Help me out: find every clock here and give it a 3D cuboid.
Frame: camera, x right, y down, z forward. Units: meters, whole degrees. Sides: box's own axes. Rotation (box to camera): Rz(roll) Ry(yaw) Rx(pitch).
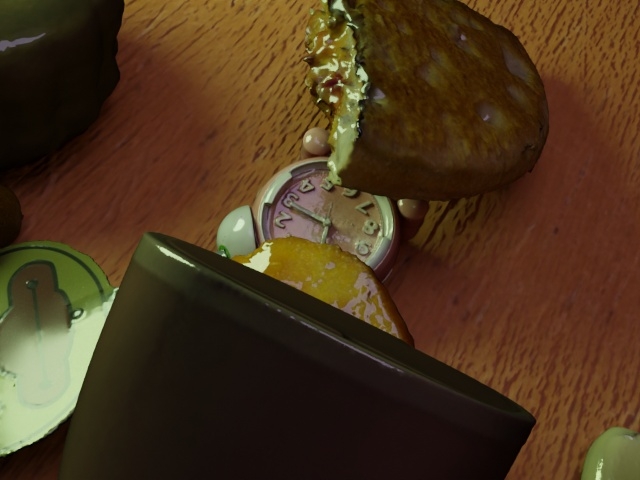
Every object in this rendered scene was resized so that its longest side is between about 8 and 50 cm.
[{"bbox_3d":[0.000,0.000,1.194,0.166,0.092,0.162,35,67,8],"label":"clock"}]

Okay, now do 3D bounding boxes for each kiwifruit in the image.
[{"bbox_3d":[-0.336,-0.019,1.158,0.124,0.075,0.075,-4,56,-15],"label":"kiwifruit"}]

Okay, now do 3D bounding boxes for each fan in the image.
[{"bbox_3d":[-0.234,0.075,1.074,0.335,0.011,0.229,-23,47,1],"label":"fan"}]

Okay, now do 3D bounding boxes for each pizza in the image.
[{"bbox_3d":[0.095,-0.150,1.225,0.278,0.114,0.409,39,32,4],"label":"pizza"}]

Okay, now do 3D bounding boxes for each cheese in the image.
[{"bbox_3d":[0.269,0.285,1.060,0.127,0.050,0.255,18,57,2],"label":"cheese"}]

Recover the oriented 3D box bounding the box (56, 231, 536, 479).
[{"bbox_3d":[-0.026,0.149,0.853,0.301,0.301,0.216,24,90,8],"label":"box"}]

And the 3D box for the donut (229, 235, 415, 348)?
[{"bbox_3d":[-0.032,0.124,1.051,0.254,0.118,0.253,-2,72,5],"label":"donut"}]

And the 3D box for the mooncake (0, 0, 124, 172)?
[{"bbox_3d":[-0.347,-0.207,1.211,0.324,0.187,0.324,3,50,-4],"label":"mooncake"}]
